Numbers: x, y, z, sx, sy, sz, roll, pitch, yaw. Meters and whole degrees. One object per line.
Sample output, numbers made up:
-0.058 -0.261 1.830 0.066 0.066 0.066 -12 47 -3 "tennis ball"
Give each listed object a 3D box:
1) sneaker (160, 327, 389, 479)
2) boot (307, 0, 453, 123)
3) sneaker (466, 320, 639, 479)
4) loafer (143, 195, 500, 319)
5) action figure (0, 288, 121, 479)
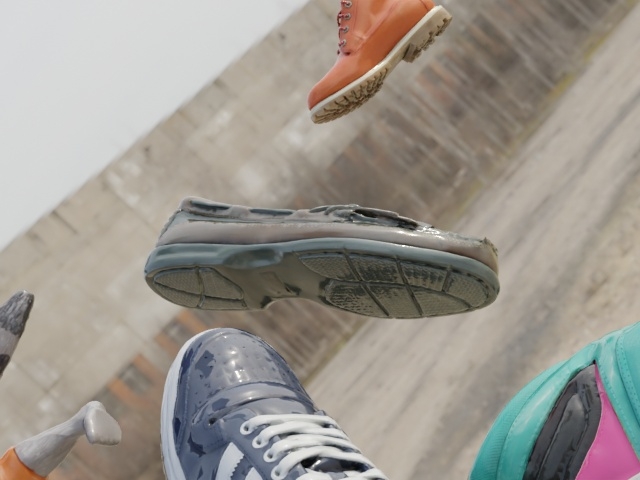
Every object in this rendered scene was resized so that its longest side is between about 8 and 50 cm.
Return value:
0.002 0.125 0.648 0.099 0.282 0.153 -2 -40 -24 "sneaker"
0.031 -0.168 1.174 0.158 0.084 0.059 -44 -4 -19 "boot"
0.148 0.172 0.678 0.178 0.124 0.295 -19 52 53 "sneaker"
0.000 0.000 0.976 0.096 0.267 0.084 61 -144 -52 "loafer"
-0.257 0.212 0.923 0.330 0.341 0.178 -56 16 17 "action figure"
